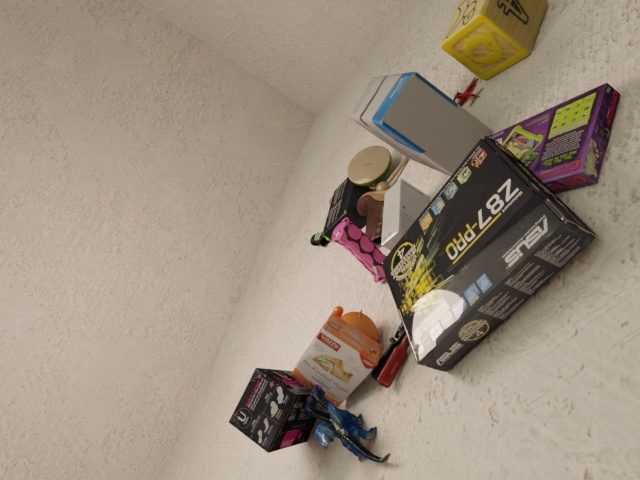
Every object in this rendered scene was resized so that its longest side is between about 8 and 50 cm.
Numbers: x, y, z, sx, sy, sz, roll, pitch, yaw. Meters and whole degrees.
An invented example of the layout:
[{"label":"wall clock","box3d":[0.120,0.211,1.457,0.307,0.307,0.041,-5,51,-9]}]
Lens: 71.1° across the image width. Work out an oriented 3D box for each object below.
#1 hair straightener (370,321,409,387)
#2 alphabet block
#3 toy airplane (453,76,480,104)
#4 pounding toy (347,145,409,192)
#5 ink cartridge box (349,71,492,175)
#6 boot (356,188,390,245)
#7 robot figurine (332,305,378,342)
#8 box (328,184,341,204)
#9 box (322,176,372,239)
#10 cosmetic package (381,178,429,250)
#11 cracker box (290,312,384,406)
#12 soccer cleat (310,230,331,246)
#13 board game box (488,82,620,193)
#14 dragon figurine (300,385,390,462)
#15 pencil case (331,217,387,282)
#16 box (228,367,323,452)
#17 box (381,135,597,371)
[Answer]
[{"label":"hair straightener","box3d":[0.187,0.239,1.091,0.230,0.047,0.089,-63,17,-7]},{"label":"alphabet block","box3d":[0.504,-0.631,1.309,0.197,0.193,0.192,-65,16,-13]},{"label":"toy airplane","box3d":[0.465,-0.465,1.442,0.151,0.028,0.151,-54,18,28]},{"label":"pounding toy","box3d":[0.225,-0.257,1.734,0.183,0.110,0.237,-52,45,-5]},{"label":"ink cartridge box","box3d":[0.280,-0.357,1.362,0.166,0.285,0.395,-57,18,10]},{"label":"boot","box3d":[0.174,-0.070,1.550,0.248,0.090,0.207,-21,41,60]},{"label":"robot figurine","box3d":[0.071,0.275,1.231,0.219,0.128,0.158,-46,21,40]},{"label":"box","box3d":[0.087,-0.192,2.090,0.105,0.043,0.179,-56,20,18]},{"label":"box","box3d":[0.117,-0.140,1.813,0.184,0.103,0.261,-47,21,48]},{"label":"cosmetic package","box3d":[0.247,-0.061,1.282,0.085,0.117,0.231,-45,25,42]},{"label":"cracker box","box3d":[0.038,0.310,1.144,0.067,0.155,0.232,-51,-8,-51]},{"label":"soccer cleat","box3d":[0.000,0.000,2.008,0.179,0.060,0.072,-30,36,55]},{"label":"board game box","box3d":[0.457,-0.182,0.985,0.208,0.056,0.347,-62,16,-16]},{"label":"dragon figurine","box3d":[0.044,0.433,1.032,0.085,0.144,0.289,-62,17,-2]},{"label":"pencil case","box3d":[0.124,0.031,1.331,0.095,0.209,0.098,-42,9,38]},{"label":"box","box3d":[-0.104,0.451,1.221,0.163,0.142,0.247,-63,-26,-6]},{"label":"box","box3d":[0.303,0.026,0.929,0.395,0.097,0.318,-54,29,29]}]
